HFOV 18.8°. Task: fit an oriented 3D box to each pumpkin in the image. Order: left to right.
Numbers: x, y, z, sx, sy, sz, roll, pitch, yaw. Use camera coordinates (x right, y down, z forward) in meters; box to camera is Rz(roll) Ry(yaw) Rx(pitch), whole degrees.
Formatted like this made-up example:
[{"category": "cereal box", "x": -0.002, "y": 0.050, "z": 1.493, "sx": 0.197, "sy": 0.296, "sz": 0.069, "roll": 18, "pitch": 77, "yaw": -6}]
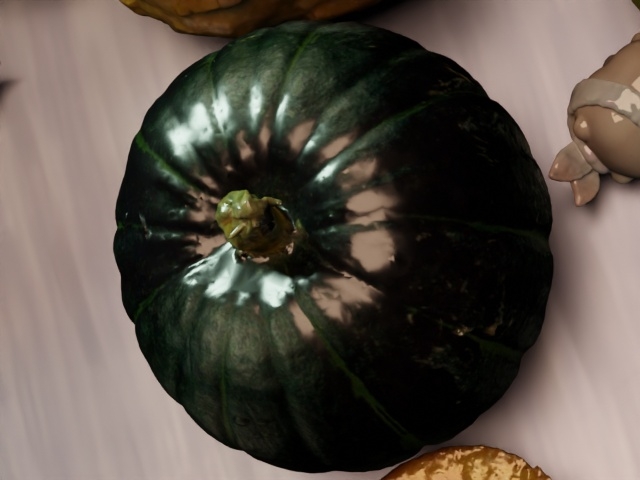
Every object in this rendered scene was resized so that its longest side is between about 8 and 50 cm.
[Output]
[{"category": "pumpkin", "x": 0.000, "y": 0.000, "z": 1.039, "sx": 0.250, "sy": 0.216, "sz": 0.249, "roll": -5, "pitch": 78, "yaw": 24}]

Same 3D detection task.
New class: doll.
[{"category": "doll", "x": 0.175, "y": -0.076, "z": 1.083, "sx": 0.127, "sy": 0.073, "sz": 0.084, "roll": -39, "pitch": 39, "yaw": 2}]

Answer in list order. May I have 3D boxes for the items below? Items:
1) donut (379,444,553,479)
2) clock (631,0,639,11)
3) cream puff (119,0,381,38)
[{"category": "donut", "x": 0.085, "y": 0.189, "z": 1.059, "sx": 0.152, "sy": 0.058, "sz": 0.151, "roll": -3, "pitch": 80, "yaw": 15}, {"category": "clock", "x": 0.179, "y": -0.241, "z": 1.067, "sx": 0.096, "sy": 0.143, "sz": 0.202, "roll": -19, "pitch": 76, "yaw": 13}, {"category": "cream puff", "x": -0.038, "y": -0.289, "z": 1.092, "sx": 0.343, "sy": 0.231, "sz": 0.327, "roll": -43, "pitch": 69, "yaw": 4}]
